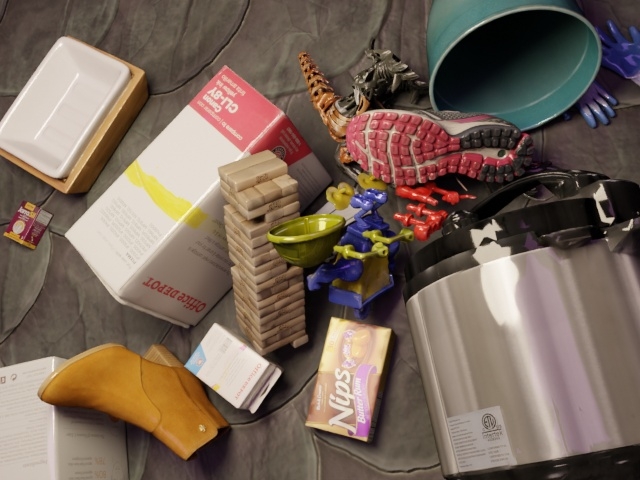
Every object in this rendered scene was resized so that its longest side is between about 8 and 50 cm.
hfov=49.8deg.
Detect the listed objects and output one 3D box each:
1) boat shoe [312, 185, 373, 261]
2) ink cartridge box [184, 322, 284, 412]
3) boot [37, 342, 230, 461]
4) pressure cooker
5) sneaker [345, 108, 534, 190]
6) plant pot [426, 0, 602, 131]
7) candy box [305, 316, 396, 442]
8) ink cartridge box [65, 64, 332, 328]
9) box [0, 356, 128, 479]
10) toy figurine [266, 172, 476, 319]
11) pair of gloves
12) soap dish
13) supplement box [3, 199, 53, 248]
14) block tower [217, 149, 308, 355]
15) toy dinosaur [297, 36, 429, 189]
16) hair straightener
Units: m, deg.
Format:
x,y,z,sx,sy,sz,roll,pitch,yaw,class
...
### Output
x,y,z,sx,sy,sz,roll,pitch,yaw,class
0.000,0.000,1.221,0.226,0.083,0.076,-45,66,-2,boat shoe
-0.140,0.224,1.187,0.143,0.090,0.092,34,85,21,ink cartridge box
-0.280,0.269,1.107,0.211,0.295,0.104,45,110,21,boot
0.308,0.120,0.942,0.370,0.375,0.420,-16,70,13,pressure cooker
0.187,-0.156,1.130,0.299,0.112,0.121,6,117,-7,sneaker
0.298,-0.361,1.169,0.272,0.271,0.255,-14,55,11,plant pot
0.051,0.231,1.152,0.109,0.053,0.186,10,75,18,candy box
-0.195,-0.059,1.187,0.160,0.279,0.384,42,88,23,ink cartridge box
-0.448,0.391,1.155,0.168,0.215,0.345,-14,70,11,box
0.077,0.044,1.071,0.191,0.362,0.217,19,118,29,toy figurine
0.492,-0.291,1.207,0.198,0.023,0.159,-35,67,2,pair of gloves
-0.509,-0.256,1.425,0.229,0.118,0.291,28,83,22,soap dish
-0.601,-0.032,1.421,0.055,0.043,0.083,21,79,22,supplement box
-0.088,0.034,1.099,0.097,0.335,0.091,-23,39,-25,block tower
0.080,-0.232,1.237,0.322,0.164,0.218,39,106,-6,toy dinosaur
0.312,-0.103,1.193,0.230,0.047,0.089,11,77,14,hair straightener
